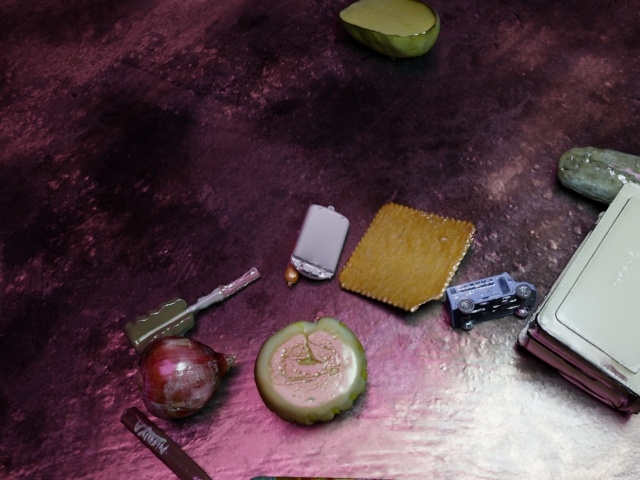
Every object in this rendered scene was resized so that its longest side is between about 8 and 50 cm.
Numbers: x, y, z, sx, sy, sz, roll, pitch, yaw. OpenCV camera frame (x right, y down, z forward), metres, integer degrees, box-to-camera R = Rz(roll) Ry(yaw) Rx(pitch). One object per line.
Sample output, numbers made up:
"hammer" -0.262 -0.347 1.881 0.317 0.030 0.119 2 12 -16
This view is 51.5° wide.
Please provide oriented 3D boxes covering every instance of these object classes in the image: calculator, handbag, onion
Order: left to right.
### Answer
"onion" -0.249 0.251 1.254 0.194 0.160 0.160 -9 57 -22
"calculator" 0.000 0.000 1.408 0.100 0.032 0.175 23 63 -9
"handbag" 0.560 0.104 1.219 0.236 0.160 0.359 34 71 18

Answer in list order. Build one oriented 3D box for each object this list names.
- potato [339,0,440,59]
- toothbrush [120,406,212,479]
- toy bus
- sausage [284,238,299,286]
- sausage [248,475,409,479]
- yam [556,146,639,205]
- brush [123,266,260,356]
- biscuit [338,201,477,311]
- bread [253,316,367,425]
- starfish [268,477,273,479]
"potato" 0.183 -0.520 1.656 0.271 0.111 0.160 29 60 37
"toothbrush" -0.237 0.424 1.210 0.363 0.041 0.041 33 69 23
"toy bus" 0.331 0.112 1.291 0.167 0.073 0.076 -14 49 2
"sausage" -0.054 0.050 1.406 0.031 0.031 0.107 8 63 13
"sausage" 0.025 0.446 1.144 0.371 0.082 0.082 -1 60 8
"yam" 0.644 -0.105 1.348 0.330 0.133 0.133 23 66 24
"brush" -0.256 0.137 1.373 0.300 0.071 0.084 -31 77 -20
"biscuit" 0.176 0.030 1.367 0.231 0.013 0.237 18 63 32
"bread" -0.016 0.248 1.243 0.213 0.105 0.214 -2 61 3
"starfish" -0.033 0.591 1.059 0.347 0.078 0.358 26 79 8
